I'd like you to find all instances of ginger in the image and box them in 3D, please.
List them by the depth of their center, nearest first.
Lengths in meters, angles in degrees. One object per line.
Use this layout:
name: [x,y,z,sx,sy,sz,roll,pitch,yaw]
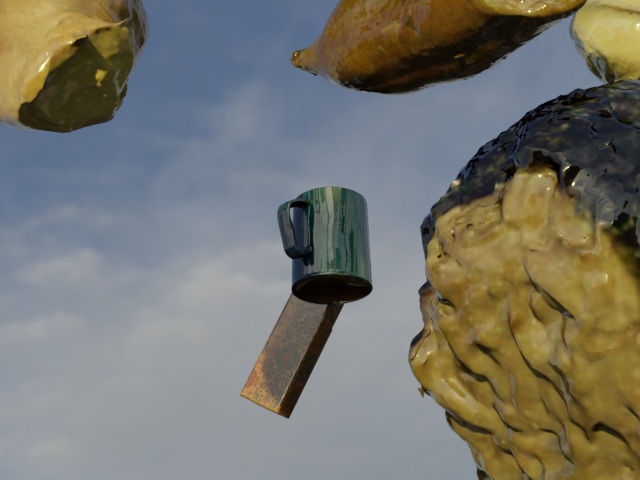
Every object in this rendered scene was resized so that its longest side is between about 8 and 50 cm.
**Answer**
ginger: [-0.223,-0.174,0.960,0.152,0.267,0.138,-10,-52,6]

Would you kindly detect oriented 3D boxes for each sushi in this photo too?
sushi: [0.178,0.089,0.582,0.171,0.350,0.211,-31,14,-30]

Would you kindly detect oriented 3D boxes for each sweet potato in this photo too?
sweet potato: [0.122,-0.239,1.173,0.158,0.158,0.370,9,-20,-40]

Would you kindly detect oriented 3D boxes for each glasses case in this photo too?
glasses case: [-0.033,0.148,1.608,0.075,0.218,0.049,19,-14,33]

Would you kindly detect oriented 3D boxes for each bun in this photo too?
bun: [0.412,-0.226,1.351,0.222,0.222,0.127,-1,-67,-27]

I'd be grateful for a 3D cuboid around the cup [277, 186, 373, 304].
cup: [0.011,-0.001,1.530,0.113,0.138,0.150,-7,-25,11]
